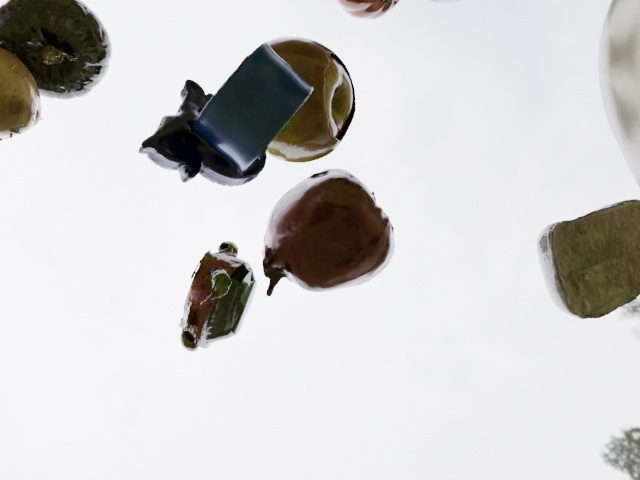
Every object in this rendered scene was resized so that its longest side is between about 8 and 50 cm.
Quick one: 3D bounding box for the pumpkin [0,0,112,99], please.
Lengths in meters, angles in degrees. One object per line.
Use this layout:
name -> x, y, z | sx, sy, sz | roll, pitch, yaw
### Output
pumpkin -> -0.546, -0.396, 1.000 | 0.224, 0.157, 0.223 | -9, -51, -11

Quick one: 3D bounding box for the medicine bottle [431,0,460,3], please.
medicine bottle -> 0.258, -0.484, 0.665 | 0.245, 0.290, 0.245 | -5, -78, -27

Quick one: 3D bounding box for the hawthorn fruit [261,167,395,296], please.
hawthorn fruit -> 0.017, -0.014, 1.215 | 0.308, 0.325, 0.308 | 55, -157, -36

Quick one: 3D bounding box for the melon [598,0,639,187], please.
melon -> 0.351, -0.115, 0.372 | 0.223, 0.223, 0.317 | -42, -73, -24

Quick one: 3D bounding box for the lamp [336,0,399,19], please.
lamp -> 0.122, -0.654, 1.185 | 0.223, 0.196, 0.223 | -33, -38, -30

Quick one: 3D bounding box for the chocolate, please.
chocolate -> 0.518, 0.031, 0.916 | 0.303, 0.100, 0.185 | -14, -87, -28

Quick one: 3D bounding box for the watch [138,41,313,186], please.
watch -> -0.117, -0.181, 0.708 | 0.171, 0.200, 0.196 | 36, -140, -23

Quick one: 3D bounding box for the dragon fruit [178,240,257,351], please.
dragon fruit -> -0.255, 0.146, 1.248 | 0.268, 0.130, 0.295 | 57, -129, -74

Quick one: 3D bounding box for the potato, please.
potato -> -0.608, -0.280, 0.914 | 0.128, 0.235, 0.161 | -19, -49, -57

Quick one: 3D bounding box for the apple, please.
apple -> -0.038, -0.256, 0.909 | 0.237, 0.208, 0.237 | -48, -29, -39
